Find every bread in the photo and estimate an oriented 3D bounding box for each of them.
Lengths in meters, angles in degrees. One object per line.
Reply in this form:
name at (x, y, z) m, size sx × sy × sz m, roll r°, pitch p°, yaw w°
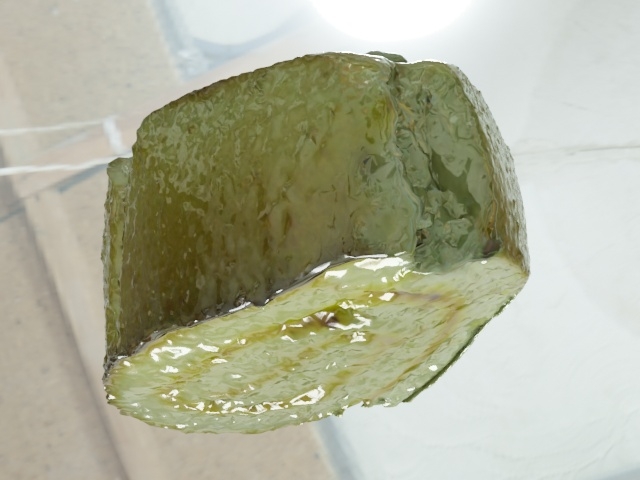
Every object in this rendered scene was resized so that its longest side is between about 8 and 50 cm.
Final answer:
bread at (0.000, 0.000, 0.732) m, size 0.257 × 0.186 × 0.124 m, roll -41°, pitch -128°, yaw 52°
